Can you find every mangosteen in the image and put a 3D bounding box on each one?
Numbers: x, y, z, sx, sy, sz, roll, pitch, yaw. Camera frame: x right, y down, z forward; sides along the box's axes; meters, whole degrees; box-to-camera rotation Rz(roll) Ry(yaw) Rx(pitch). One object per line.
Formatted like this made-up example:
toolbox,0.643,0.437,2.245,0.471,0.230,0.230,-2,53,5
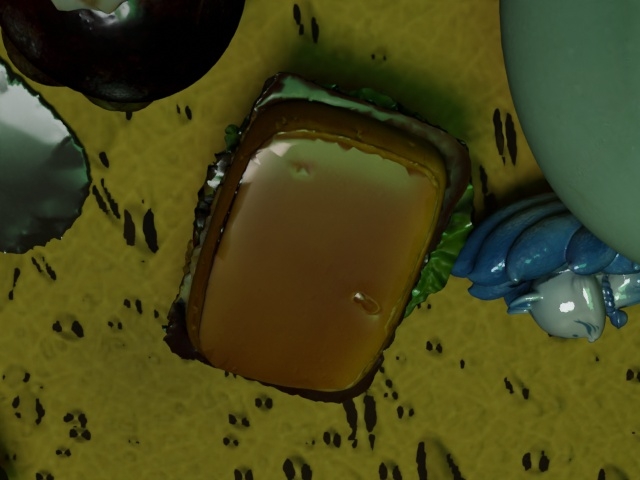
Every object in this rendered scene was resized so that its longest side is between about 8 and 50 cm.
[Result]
mangosteen,-0.100,-0.118,0.642,0.140,0.140,0.140,-1,112,-4

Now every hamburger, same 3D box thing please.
hamburger,0.000,0.000,0.707,0.137,0.087,0.166,20,110,-13

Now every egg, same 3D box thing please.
egg,0.165,-0.094,0.631,0.168,0.168,0.231,-15,86,2

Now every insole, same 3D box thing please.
insole,-0.263,-0.091,0.695,0.328,0.007,0.111,27,106,-14

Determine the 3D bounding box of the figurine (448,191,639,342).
figurine,0.116,0.015,0.721,0.114,0.114,0.079,-6,86,-2

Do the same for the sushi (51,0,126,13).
sushi,-0.067,-0.279,0.516,0.417,0.176,0.417,0,90,-11

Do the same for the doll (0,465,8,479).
doll,-0.268,0.159,0.757,0.207,0.081,0.129,-18,125,6
